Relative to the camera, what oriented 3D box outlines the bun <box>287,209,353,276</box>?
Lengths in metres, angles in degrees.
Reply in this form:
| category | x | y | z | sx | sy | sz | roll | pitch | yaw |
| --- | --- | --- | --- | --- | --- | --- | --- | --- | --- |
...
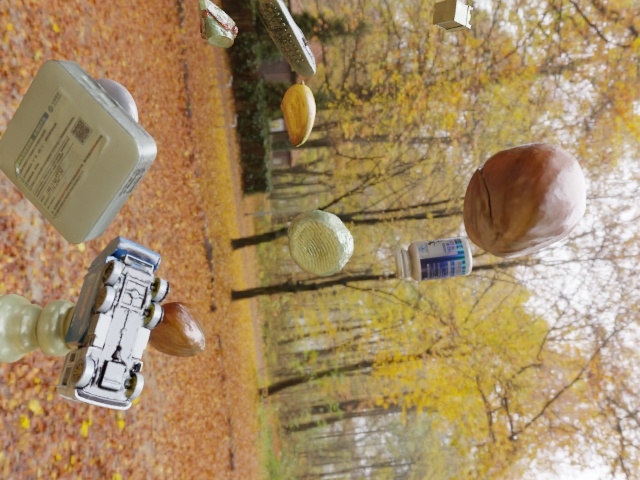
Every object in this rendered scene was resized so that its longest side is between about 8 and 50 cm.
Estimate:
| category | x | y | z | sx | sy | sz | roll | pitch | yaw |
| --- | --- | --- | --- | --- | --- | --- | --- | --- | --- |
| bun | 0.000 | 0.000 | 1.550 | 0.118 | 0.195 | 0.196 | -52 | 145 | -56 |

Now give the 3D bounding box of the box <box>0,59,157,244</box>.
| category | x | y | z | sx | sy | sz | roll | pitch | yaw |
| --- | --- | --- | --- | --- | --- | --- | --- | --- | --- |
| box | -0.698 | -0.246 | 1.532 | 0.396 | 0.396 | 0.111 | 45 | 21 | 5 |

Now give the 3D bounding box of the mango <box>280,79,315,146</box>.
| category | x | y | z | sx | sy | sz | roll | pitch | yaw |
| --- | --- | --- | --- | --- | --- | --- | --- | --- | --- |
| mango | -0.061 | -0.362 | 1.556 | 0.066 | 0.101 | 0.188 | -17 | 110 | -57 |

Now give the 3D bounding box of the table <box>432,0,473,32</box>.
| category | x | y | z | sx | sy | sz | roll | pitch | yaw |
| --- | --- | --- | --- | --- | --- | --- | --- | --- | --- |
| table | 0.377 | -0.639 | 1.544 | 0.079 | 0.083 | 0.063 | 12 | -83 | 49 |

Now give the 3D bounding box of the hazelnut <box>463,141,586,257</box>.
| category | x | y | z | sx | sy | sz | roll | pitch | yaw |
| --- | --- | --- | --- | --- | --- | --- | --- | --- | --- |
| hazelnut | 0.589 | -0.110 | 1.582 | 0.315 | 0.372 | 0.372 | 41 | -6 | -1 |

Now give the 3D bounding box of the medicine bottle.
| category | x | y | z | sx | sy | sz | roll | pitch | yaw |
| --- | --- | --- | --- | --- | --- | --- | --- | --- | --- |
| medicine bottle | 0.297 | 0.052 | 1.447 | 0.107 | 0.191 | 0.107 | -7 | 90 | -88 |

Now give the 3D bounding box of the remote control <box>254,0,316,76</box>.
| category | x | y | z | sx | sy | sz | roll | pitch | yaw |
| --- | --- | --- | --- | --- | --- | --- | --- | --- | --- |
| remote control | -0.075 | -0.473 | 1.257 | 0.222 | 0.072 | 0.042 | 52 | 53 | -44 |

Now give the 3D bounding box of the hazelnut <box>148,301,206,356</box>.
| category | x | y | z | sx | sy | sz | roll | pitch | yaw |
| --- | --- | --- | --- | --- | --- | --- | --- | --- | --- |
| hazelnut | -0.485 | 0.304 | 1.817 | 0.210 | 0.186 | 0.210 | 167 | -90 | -80 |

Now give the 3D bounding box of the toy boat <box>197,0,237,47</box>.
| category | x | y | z | sx | sy | sz | roll | pitch | yaw |
| --- | --- | --- | --- | --- | --- | --- | --- | --- | --- |
| toy boat | -0.237 | -0.495 | 1.258 | 0.185 | 0.089 | 0.071 | -26 | 108 | -80 |

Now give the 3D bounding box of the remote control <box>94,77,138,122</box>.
| category | x | y | z | sx | sy | sz | roll | pitch | yaw |
| --- | --- | --- | --- | --- | --- | --- | --- | --- | --- |
| remote control | -0.680 | -0.329 | 1.651 | 0.332 | 0.221 | 0.103 | -57 | 175 | 16 |

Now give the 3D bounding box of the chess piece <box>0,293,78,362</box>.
| category | x | y | z | sx | sy | sz | roll | pitch | yaw |
| --- | --- | --- | --- | --- | --- | --- | --- | --- | --- |
| chess piece | -0.669 | 0.213 | 1.333 | 0.182 | 0.329 | 0.183 | -2 | 90 | -86 |

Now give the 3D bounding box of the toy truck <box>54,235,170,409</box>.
| category | x | y | z | sx | sy | sz | roll | pitch | yaw |
| --- | --- | --- | --- | --- | --- | --- | --- | --- | --- |
| toy truck | -0.453 | 0.178 | 1.192 | 0.146 | 0.175 | 0.368 | 31 | 54 | -38 |
